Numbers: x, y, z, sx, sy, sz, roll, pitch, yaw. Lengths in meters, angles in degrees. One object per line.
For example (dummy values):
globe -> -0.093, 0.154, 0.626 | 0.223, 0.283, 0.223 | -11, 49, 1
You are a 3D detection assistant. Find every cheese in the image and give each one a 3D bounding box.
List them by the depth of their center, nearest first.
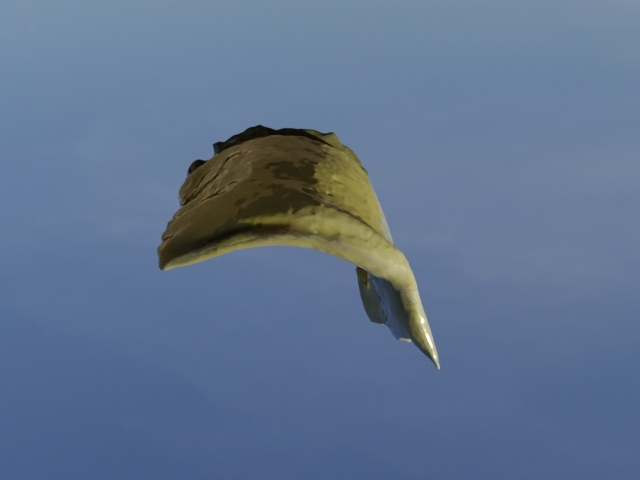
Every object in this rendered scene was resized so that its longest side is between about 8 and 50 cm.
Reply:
cheese -> 0.002, 0.000, 0.421 | 0.084, 0.041, 0.060 | 29, -162, -8
